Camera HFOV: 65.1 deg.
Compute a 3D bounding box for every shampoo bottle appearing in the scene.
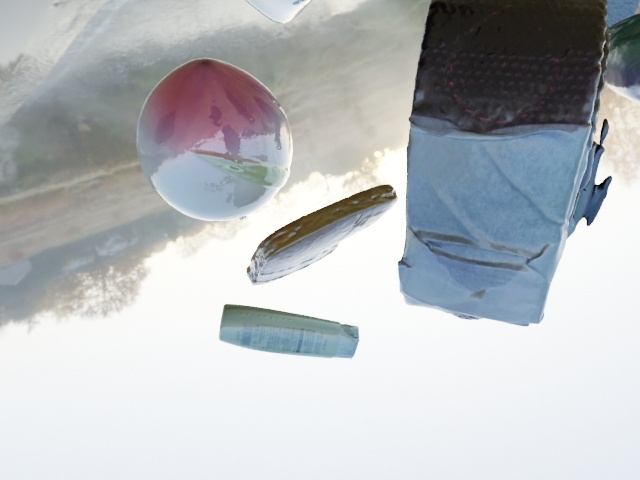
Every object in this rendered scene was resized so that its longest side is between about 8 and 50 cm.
[{"bbox_3d":[-0.048,0.143,0.773,0.213,0.072,0.049,10,-162,-9],"label":"shampoo bottle"}]

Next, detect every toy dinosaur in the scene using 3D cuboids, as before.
[{"bbox_3d":[0.332,-0.187,0.573,0.331,0.129,0.383,-17,-154,44],"label":"toy dinosaur"}]

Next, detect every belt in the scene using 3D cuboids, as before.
[{"bbox_3d":[0.154,-0.053,0.421,0.164,0.288,0.184,9,-148,15],"label":"belt"}]

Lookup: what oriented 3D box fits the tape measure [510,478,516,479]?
[{"bbox_3d":[0.537,0.771,1.248,0.164,0.330,0.084,20,124,-44],"label":"tape measure"}]

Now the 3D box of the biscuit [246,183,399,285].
[{"bbox_3d":[0.001,0.002,0.902,0.262,0.052,0.277,-22,169,-24],"label":"biscuit"}]

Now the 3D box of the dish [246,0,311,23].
[{"bbox_3d":[0.015,-0.242,0.275,0.234,0.154,0.064,-45,-132,15],"label":"dish"}]

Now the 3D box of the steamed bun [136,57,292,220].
[{"bbox_3d":[-0.195,-0.205,0.932,0.310,0.309,0.309,-17,-168,4],"label":"steamed bun"}]

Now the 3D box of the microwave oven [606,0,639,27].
[{"bbox_3d":[0.557,-0.630,1.177,0.375,0.431,0.236,-2,-142,-16],"label":"microwave oven"}]
